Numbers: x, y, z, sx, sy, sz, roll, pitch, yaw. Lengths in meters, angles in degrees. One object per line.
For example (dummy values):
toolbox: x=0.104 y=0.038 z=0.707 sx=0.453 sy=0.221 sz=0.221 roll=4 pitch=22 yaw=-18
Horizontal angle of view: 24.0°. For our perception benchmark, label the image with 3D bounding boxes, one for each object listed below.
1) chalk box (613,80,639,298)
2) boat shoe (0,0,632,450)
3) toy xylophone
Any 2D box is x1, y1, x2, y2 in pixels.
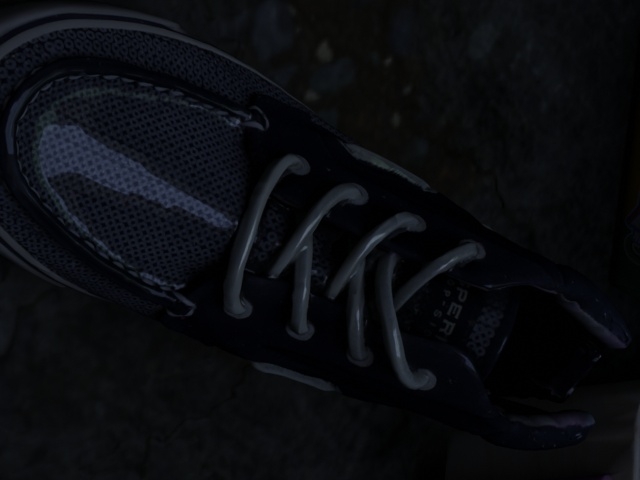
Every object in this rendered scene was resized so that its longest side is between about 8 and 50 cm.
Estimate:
chalk box: x=0.306 y=-0.033 z=0.907 sx=0.180 sy=0.179 sz=0.289 roll=-13 pitch=114 yaw=-39
boat shoe: x=0.000 y=0.000 z=0.648 sx=0.340 sy=0.158 sz=0.127 roll=21 pitch=91 yaw=-45
toy xylophone: x=0.218 y=0.130 z=0.867 sx=0.322 sy=0.236 sz=0.081 roll=11 pitch=71 yaw=-42
